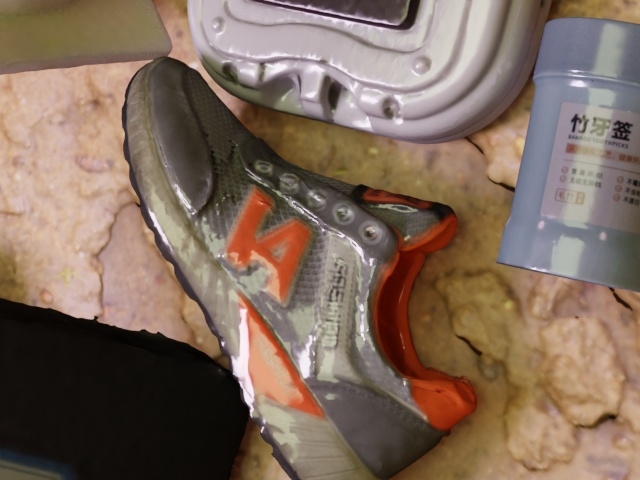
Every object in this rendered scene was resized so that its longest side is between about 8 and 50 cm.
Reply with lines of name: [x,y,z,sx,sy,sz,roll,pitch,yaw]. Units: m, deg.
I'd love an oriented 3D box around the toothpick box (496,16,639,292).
toothpick box: [0.172,-0.050,0.813,0.101,0.101,0.153,11,90,26]

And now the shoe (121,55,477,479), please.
shoe: [0.000,0.000,0.874,0.171,0.132,0.336,-30,79,10]

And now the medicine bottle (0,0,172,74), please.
medicine bottle: [-0.283,-0.286,0.981,0.236,0.236,0.406,-35,70,18]

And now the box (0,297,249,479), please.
box: [-0.243,0.203,0.863,0.091,0.359,0.350,21,93,60]

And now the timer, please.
timer: [0.033,-0.196,0.903,0.262,0.087,0.237,16,91,28]
